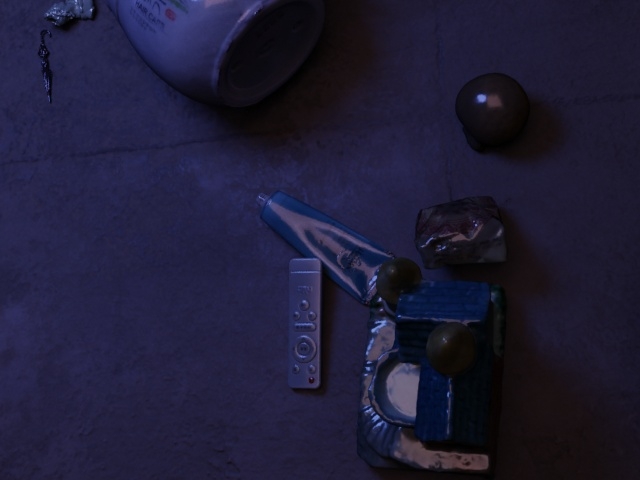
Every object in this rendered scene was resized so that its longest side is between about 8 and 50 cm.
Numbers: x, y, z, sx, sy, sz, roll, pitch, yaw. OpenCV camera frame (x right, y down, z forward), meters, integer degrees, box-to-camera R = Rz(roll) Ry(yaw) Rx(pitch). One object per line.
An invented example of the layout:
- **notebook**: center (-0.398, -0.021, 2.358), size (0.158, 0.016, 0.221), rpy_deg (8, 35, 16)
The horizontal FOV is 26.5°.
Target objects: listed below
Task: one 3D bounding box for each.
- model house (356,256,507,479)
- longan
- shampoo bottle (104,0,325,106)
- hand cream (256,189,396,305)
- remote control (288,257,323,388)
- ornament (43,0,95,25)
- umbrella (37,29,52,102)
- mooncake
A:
- **model house**: center (0.132, 0.151, 1.726), size (0.194, 0.325, 0.267), rpy_deg (4, 76, 10)
- **longan**: center (0.239, -0.180, 1.914), size (0.106, 0.106, 0.119), rpy_deg (43, 129, 18)
- **shampoo bottle**: center (-0.153, -0.347, 1.935), size (0.266, 0.273, 0.273), rpy_deg (42, 87, 22)
- **hand cream**: center (0.000, 0.000, 1.940), size (0.224, 0.048, 0.083), rpy_deg (34, 87, 12)
- **remote control**: center (-0.020, 0.117, 1.914), size (0.050, 0.027, 0.184), rpy_deg (-1, 84, 20)
- **ornament**: center (-0.382, -0.369, 2.107), size (0.068, 0.041, 0.092), rpy_deg (19, 71, 9)
- **umbrella**: center (-0.428, -0.271, 2.104), size (0.022, 0.013, 0.122), rpy_deg (-1, 73, -11)
- **mooncake**: center (0.189, -0.015, 1.864), size (0.125, 0.130, 0.073), rpy_deg (-7, 111, 1)
